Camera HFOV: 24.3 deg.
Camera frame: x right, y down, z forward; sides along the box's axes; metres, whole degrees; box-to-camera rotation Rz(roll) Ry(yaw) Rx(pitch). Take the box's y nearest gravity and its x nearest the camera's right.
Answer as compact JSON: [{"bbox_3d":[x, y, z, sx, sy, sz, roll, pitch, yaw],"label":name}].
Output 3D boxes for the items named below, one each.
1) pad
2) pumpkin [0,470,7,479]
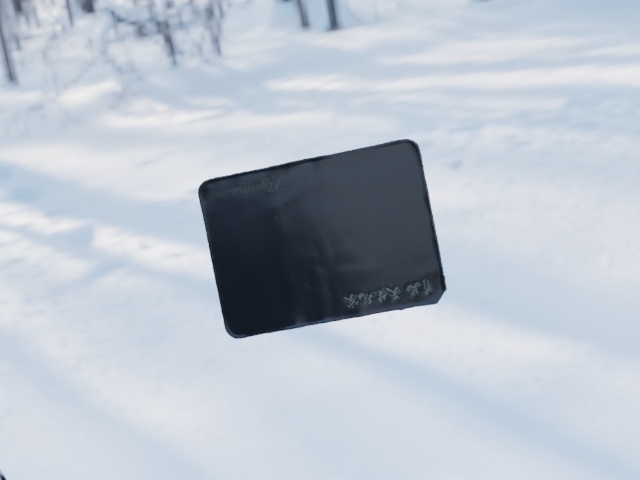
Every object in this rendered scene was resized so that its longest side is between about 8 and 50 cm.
[{"bbox_3d":[0.000,0.000,0.995,0.157,0.112,0.003,-11,1,14],"label":"pad"},{"bbox_3d":[-0.316,0.169,0.651,0.363,0.363,0.266,-13,-2,-13],"label":"pumpkin"}]
